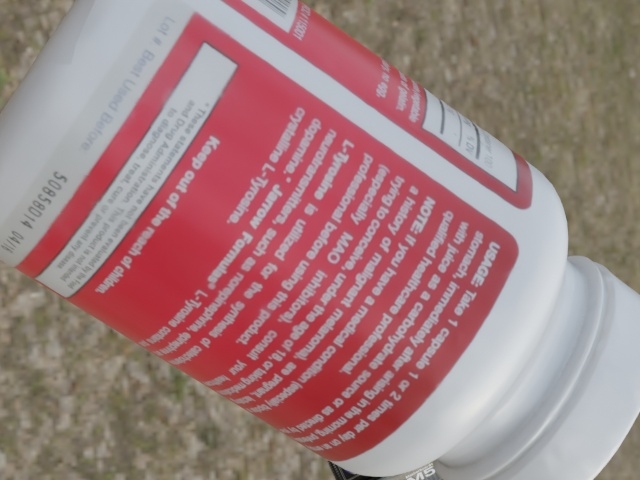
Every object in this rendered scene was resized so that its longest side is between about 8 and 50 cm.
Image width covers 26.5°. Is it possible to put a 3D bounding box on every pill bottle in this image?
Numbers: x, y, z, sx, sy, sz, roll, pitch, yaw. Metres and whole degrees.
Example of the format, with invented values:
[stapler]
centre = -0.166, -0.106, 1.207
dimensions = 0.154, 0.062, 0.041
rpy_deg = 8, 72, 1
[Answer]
[pill bottle]
centre = 0.000, 0.000, 0.845
dimensions = 0.408, 0.229, 0.229
rpy_deg = 34, 43, -13

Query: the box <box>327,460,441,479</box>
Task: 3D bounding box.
[box]
centre = 0.074, 0.103, 1.074
dimensions = 0.045, 0.184, 0.190
rpy_deg = 62, 0, -41
